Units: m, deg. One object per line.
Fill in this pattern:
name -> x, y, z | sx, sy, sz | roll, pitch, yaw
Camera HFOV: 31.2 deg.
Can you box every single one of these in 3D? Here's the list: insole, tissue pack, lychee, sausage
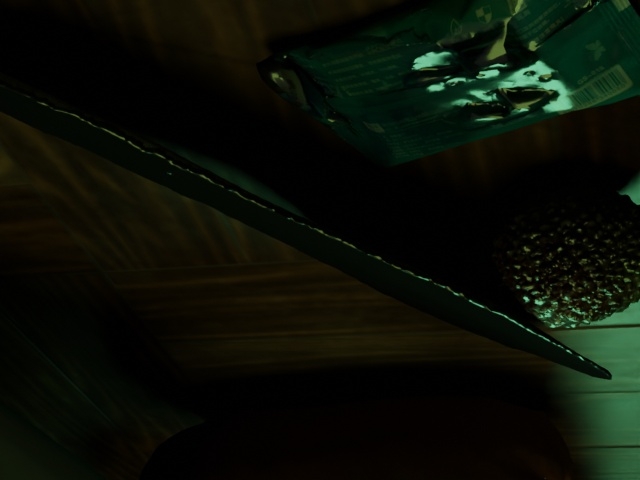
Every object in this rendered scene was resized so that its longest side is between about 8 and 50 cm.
insole -> 0.000, 0.000, 0.514 | 0.348, 0.009, 0.119 | 25, 173, -24
tissue pack -> 0.054, -0.063, 0.436 | 0.138, 0.028, 0.085 | -13, 143, 34
lychee -> 0.109, 0.009, 0.499 | 0.083, 0.067, 0.068 | -19, 118, 2
sausage -> 0.016, 0.171, 0.702 | 0.280, 0.152, 0.152 | -7, 146, 18

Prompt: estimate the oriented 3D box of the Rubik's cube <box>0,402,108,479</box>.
Rubik's cube -> -0.321, 0.247, 0.626 | 0.352, 0.347, 0.351 | 32, 146, -1
